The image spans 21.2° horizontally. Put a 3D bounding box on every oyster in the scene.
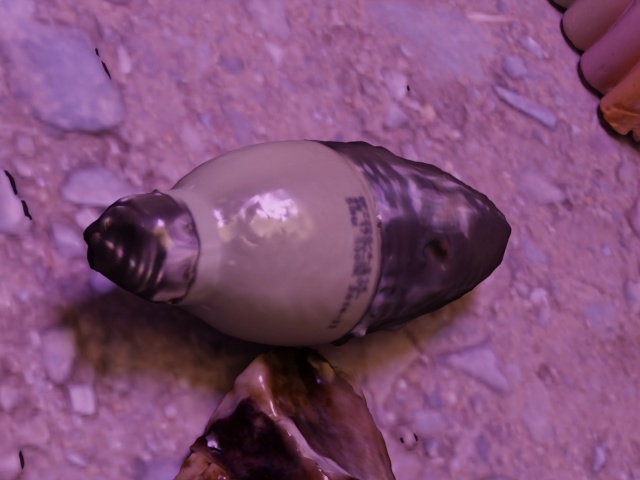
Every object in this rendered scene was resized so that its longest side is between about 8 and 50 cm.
[{"bbox_3d":[-0.021,0.151,0.728,0.166,0.094,0.294,19,49,-15],"label":"oyster"}]

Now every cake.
[{"bbox_3d":[0.191,-0.156,1.073,0.109,0.090,0.225,-9,52,-35],"label":"cake"}]

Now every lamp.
[{"bbox_3d":[0.000,0.000,0.819,0.250,0.101,0.101,-4,67,-43],"label":"lamp"}]
